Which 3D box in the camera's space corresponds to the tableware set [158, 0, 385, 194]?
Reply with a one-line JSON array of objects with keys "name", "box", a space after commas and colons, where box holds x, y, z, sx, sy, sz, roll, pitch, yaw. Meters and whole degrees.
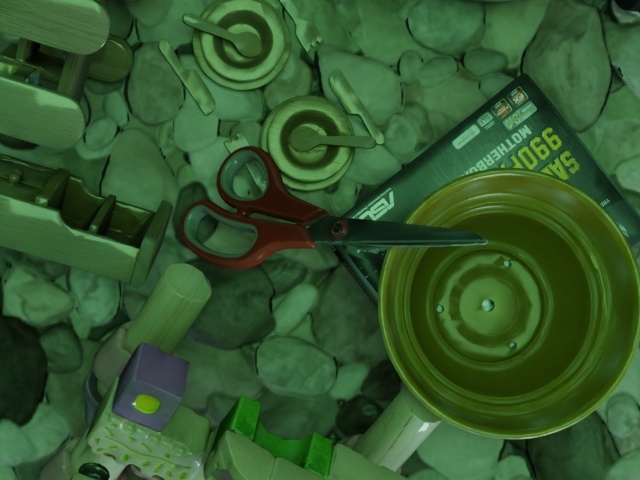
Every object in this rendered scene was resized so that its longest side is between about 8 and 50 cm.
[{"name": "tableware set", "box": [-0.039, -0.133, 1.234, 0.128, 0.039, 0.194, -34, 89, -8]}]

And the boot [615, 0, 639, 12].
[{"name": "boot", "box": [0.412, -0.350, 1.261, 0.260, 0.131, 0.348, 13, 83, -5]}]

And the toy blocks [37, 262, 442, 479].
[{"name": "toy blocks", "box": [-0.092, 0.236, 1.094, 0.289, 0.309, 0.260, 29, 124, -11]}]

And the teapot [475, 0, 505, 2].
[{"name": "teapot", "box": [0.162, -0.338, 1.203, 0.253, 0.187, 0.256, 2, 84, -7]}]

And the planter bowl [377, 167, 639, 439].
[{"name": "planter bowl", "box": [0.147, 0.053, 1.157, 0.217, 0.090, 0.217, 1, 85, -7]}]

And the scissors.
[{"name": "scissors", "box": [0.000, 0.000, 1.139, 0.297, 0.021, 0.109, 23, 80, 39]}]

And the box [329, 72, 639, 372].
[{"name": "box", "box": [0.144, -0.006, 1.236, 0.231, 0.056, 0.183, -37, 89, -8]}]

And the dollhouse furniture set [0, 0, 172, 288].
[{"name": "dollhouse furniture set", "box": [-0.183, -0.108, 1.136, 0.161, 0.212, 0.242, 17, 110, -3]}]
